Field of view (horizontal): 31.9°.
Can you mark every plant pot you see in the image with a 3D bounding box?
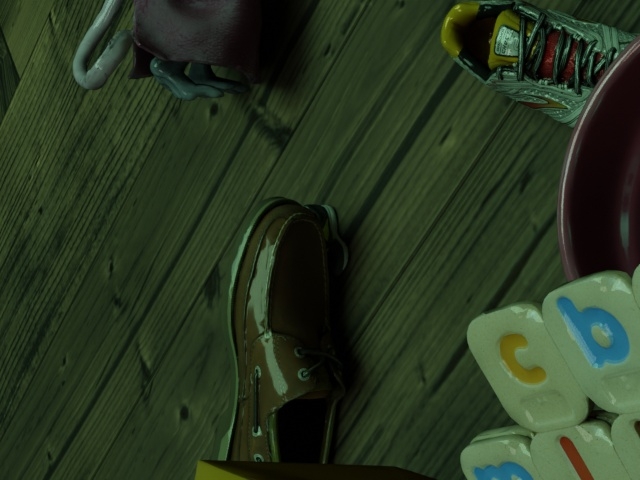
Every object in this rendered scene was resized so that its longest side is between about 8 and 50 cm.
[{"bbox_3d":[0.258,-0.013,0.591,0.201,0.180,0.201,-20,65,49],"label":"plant pot"}]

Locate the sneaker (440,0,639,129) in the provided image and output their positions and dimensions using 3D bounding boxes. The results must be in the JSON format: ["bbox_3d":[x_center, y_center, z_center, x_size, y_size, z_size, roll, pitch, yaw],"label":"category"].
[{"bbox_3d":[0.171,-0.125,0.819,0.225,0.093,0.088,29,103,53],"label":"sneaker"}]

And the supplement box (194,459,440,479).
[{"bbox_3d":[0.016,0.248,0.695,0.129,0.191,0.194,7,86,46],"label":"supplement box"}]

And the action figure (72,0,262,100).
[{"bbox_3d":[-0.132,-0.337,1.167,0.248,0.276,0.370,22,111,60],"label":"action figure"}]

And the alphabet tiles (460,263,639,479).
[{"bbox_3d":[0.193,0.137,0.537,0.284,0.021,0.278,-27,95,52],"label":"alphabet tiles"}]

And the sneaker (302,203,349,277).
[{"bbox_3d":[0.000,0.000,1.062,0.031,0.035,0.083,-49,44,35],"label":"sneaker"}]

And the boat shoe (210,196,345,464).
[{"bbox_3d":[-0.022,0.117,1.006,0.104,0.111,0.307,14,103,47],"label":"boat shoe"}]
